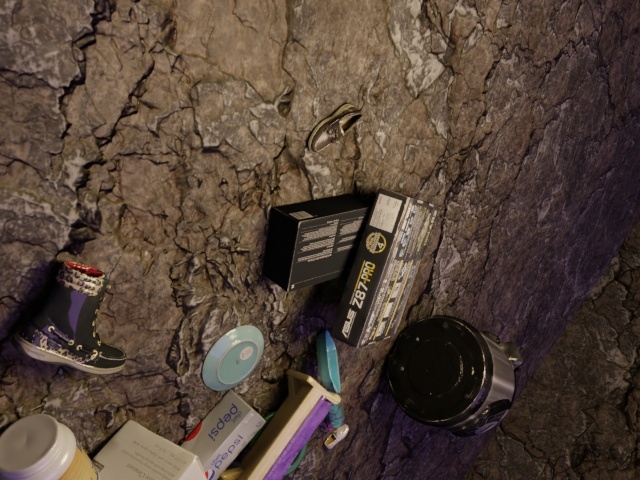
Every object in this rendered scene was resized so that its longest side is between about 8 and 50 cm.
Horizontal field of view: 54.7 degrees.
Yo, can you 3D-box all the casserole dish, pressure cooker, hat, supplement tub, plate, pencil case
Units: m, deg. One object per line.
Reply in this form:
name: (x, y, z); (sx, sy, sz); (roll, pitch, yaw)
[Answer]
casserole dish: (0.020, 0.340, 1.730); (0.037, 0.188, 0.114); (-15, 136, 10)
pressure cooker: (0.469, 0.465, 2.109); (0.420, 0.369, 0.376); (33, 72, -52)
hat: (-0.153, 0.582, 1.790); (0.173, 0.183, 0.209); (28, 75, -21)
supplement tub: (-0.528, 0.445, 1.199); (0.144, 0.144, 0.200); (-34, 136, -27)
plate: (-0.210, 0.299, 1.542); (0.188, 0.024, 0.188); (-25, 131, -34)
pencil case: (0.032, 0.520, 1.914); (0.070, 0.064, 0.152); (-52, 143, -34)

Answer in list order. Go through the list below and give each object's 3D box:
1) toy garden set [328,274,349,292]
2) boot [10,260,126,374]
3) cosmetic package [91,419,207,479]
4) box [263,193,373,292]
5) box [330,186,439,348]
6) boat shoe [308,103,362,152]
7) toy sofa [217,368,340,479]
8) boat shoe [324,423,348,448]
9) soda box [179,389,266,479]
toy garden set: (0.151, 0.085, 1.770); (0.204, 0.049, 0.244); (-56, 141, -3)
boot: (-0.430, 0.150, 1.161); (0.236, 0.085, 0.179); (31, 88, -51)
cosmetic package: (-0.435, 0.595, 1.277); (0.385, 0.217, 0.156); (-49, 144, -39)
box: (0.000, 0.000, 1.511); (0.261, 0.103, 0.184); (-13, 121, -43)
box: (0.180, 0.071, 1.634); (0.318, 0.097, 0.395); (3, 106, -64)
boat shoe: (0.035, -0.257, 1.421); (0.152, 0.049, 0.056); (-47, 140, -13)
toy sofa: (-0.096, 0.538, 1.634); (0.177, 0.150, 0.363); (44, 70, -16)
boat shoe: (0.052, 0.644, 2.043); (0.100, 0.035, 0.035); (-40, 141, -12)
soda box: (-0.277, 0.525, 1.558); (0.286, 0.098, 0.091); (-48, 141, -13)
